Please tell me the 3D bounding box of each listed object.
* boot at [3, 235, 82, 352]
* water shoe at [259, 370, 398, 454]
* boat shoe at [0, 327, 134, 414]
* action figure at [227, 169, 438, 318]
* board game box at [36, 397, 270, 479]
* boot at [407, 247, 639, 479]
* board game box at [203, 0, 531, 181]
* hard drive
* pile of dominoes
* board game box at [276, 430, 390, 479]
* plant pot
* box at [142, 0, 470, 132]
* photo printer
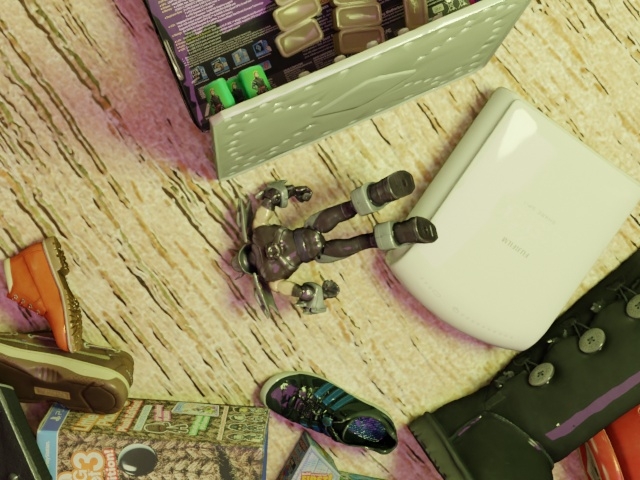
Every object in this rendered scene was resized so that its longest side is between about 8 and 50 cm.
[{"bbox_3d":[-0.359,0.080,1.819,0.085,0.059,0.157,-20,72,-2],"label":"boot"},{"bbox_3d":[0.017,0.237,1.942,0.203,0.080,0.073,19,99,-15],"label":"water shoe"},{"bbox_3d":[-0.369,0.158,1.848,0.258,0.095,0.095,15,133,2],"label":"boat shoe"},{"bbox_3d":[0.000,0.000,1.843,0.285,0.099,0.185,-17,95,23],"label":"action figure"},{"bbox_3d":[-0.220,0.342,1.859,0.291,0.141,0.232,3,103,1],"label":"board game box"},{"bbox_3d":[0.376,0.235,1.879,0.445,0.367,0.146,-34,131,-2],"label":"boot"},{"bbox_3d":[0.044,-0.197,1.692,0.390,0.390,0.050,-23,85,-5],"label":"board game box"},{"bbox_3d":[-0.463,0.288,1.801,0.255,0.054,0.172,-25,88,28],"label":"hard drive"},{"bbox_3d":[0.024,-0.355,1.733,0.196,0.040,0.251,-9,97,-11],"label":"pile of dominoes"},{"bbox_3d":[0.003,0.376,1.986,0.194,0.060,0.194,13,102,-14],"label":"board game box"},{"bbox_3d":[0.467,0.308,1.995,0.174,0.191,0.191,-19,107,-2],"label":"plant pot"},{"bbox_3d":[-0.036,-0.357,1.776,0.395,0.097,0.318,-24,109,-5],"label":"box"},{"bbox_3d":[0.255,-0.016,1.913,0.256,0.107,0.307,34,95,-17],"label":"photo printer"}]
